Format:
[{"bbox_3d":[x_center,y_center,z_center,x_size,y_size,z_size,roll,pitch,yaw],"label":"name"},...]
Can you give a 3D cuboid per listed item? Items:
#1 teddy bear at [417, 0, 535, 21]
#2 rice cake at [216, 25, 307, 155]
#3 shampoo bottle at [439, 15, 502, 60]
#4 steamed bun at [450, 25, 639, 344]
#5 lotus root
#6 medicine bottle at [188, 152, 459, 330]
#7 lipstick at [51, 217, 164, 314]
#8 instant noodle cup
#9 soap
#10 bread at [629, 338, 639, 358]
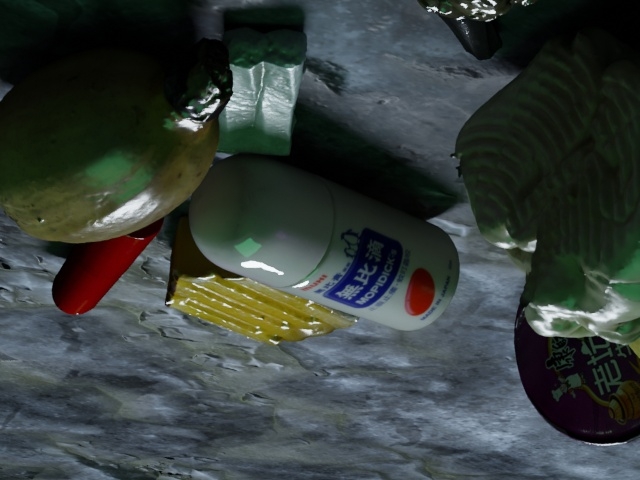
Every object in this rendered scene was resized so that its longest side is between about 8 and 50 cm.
[{"bbox_3d":[0.102,-0.234,1.353,0.177,0.140,0.190,25,173,17],"label":"teddy bear"},{"bbox_3d":[-0.059,-0.138,1.707,0.085,0.040,0.226,5,159,-4],"label":"rice cake"},{"bbox_3d":[0.126,-0.198,1.553,0.048,0.027,0.137,-7,156,17],"label":"shampoo bottle"},{"bbox_3d":[0.272,-0.046,1.580,0.206,0.320,0.275,13,125,-28],"label":"steamed bun"},{"bbox_3d":[-0.186,-0.100,1.665,0.310,0.183,0.183,-23,148,37],"label":"lotus root"},{"bbox_3d":[0.000,0.000,1.907,0.130,0.130,0.341,-15,155,38],"label":"medicine bottle"},{"bbox_3d":[-0.253,0.015,2.079,0.073,0.073,0.280,10,156,-19],"label":"lipstick"},{"bbox_3d":[0.380,0.118,2.071,0.251,0.251,0.190,-17,161,40],"label":"instant noodle cup"},{"bbox_3d":[-0.090,0.048,2.130,0.160,0.080,0.257,-16,152,35],"label":"soap"},{"bbox_3d":[0.414,0.021,1.779,0.270,0.270,0.148,6,160,-10],"label":"bread"}]
